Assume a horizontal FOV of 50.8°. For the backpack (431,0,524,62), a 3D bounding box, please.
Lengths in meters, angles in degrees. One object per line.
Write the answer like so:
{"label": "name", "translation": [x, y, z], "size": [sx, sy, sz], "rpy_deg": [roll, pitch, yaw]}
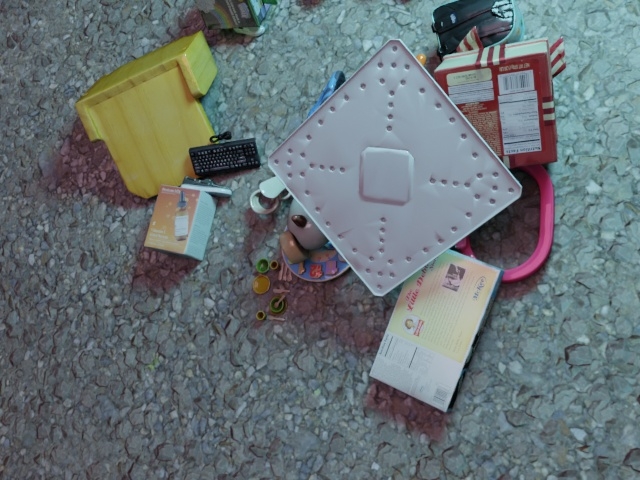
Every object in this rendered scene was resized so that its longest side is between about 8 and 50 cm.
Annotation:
{"label": "backpack", "translation": [0.371, -0.481, 1.543], "size": [0.188, 0.144, 0.166], "rpy_deg": [-21, 67, 36]}

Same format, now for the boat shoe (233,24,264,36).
{"label": "boat shoe", "translation": [-0.202, -0.591, 1.862], "size": [0.100, 0.035, 0.035], "rpy_deg": [18, 83, 25]}

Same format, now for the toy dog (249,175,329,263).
{"label": "toy dog", "translation": [-0.055, -0.104, 1.580], "size": [0.220, 0.161, 0.334], "rpy_deg": [-41, 56, 2]}

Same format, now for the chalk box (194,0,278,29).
{"label": "chalk box", "translation": [-0.215, -0.664, 1.814], "size": [0.213, 0.132, 0.132], "rpy_deg": [3, 54, 21]}

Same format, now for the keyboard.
{"label": "keyboard", "translation": [-0.251, -0.228, 1.747], "size": [0.180, 0.023, 0.108], "rpy_deg": [-8, 111, 8]}

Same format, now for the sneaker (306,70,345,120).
{"label": "sneaker", "translation": [0.004, -0.334, 1.696], "size": [0.082, 0.069, 0.209], "rpy_deg": [12, 81, 28]}

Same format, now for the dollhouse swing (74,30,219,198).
{"label": "dollhouse swing", "translation": [-0.430, -0.344, 1.876], "size": [0.346, 0.305, 0.315], "rpy_deg": [-20, 29, 16]}

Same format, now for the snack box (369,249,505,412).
{"label": "snack box", "translation": [0.248, 0.180, 1.448], "size": [0.187, 0.060, 0.322], "rpy_deg": [22, 94, 25]}

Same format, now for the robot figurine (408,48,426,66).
{"label": "robot figurine", "translation": [0.179, -0.342, 1.597], "size": [0.128, 0.158, 0.219], "rpy_deg": [20, 83, 54]}

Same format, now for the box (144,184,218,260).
{"label": "box", "translation": [-0.362, -0.046, 1.754], "size": [0.130, 0.091, 0.170], "rpy_deg": [8, 80, 23]}

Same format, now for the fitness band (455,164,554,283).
{"label": "fitness band", "translation": [0.404, -0.051, 1.478], "size": [0.209, 0.054, 0.291], "rpy_deg": [1, 78, 19]}

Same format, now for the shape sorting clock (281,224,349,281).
{"label": "shape sorting clock", "translation": [0.000, 0.000, 1.627], "size": [0.206, 0.040, 0.206], "rpy_deg": [-5, 75, 20]}

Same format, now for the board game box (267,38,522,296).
{"label": "board game box", "translation": [0.141, -0.138, 1.383], "size": [0.390, 0.050, 0.390], "rpy_deg": [-40, 90, 28]}

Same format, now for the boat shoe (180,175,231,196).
{"label": "boat shoe", "translation": [-0.299, -0.143, 1.768], "size": [0.142, 0.049, 0.040], "rpy_deg": [8, 80, 11]}

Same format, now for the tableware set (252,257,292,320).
{"label": "tableware set", "translation": [-0.126, 0.121, 1.654], "size": [0.104, 0.024, 0.154], "rpy_deg": [4, 78, 23]}

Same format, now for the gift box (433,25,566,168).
{"label": "gift box", "translation": [0.383, -0.306, 1.412], "size": [0.255, 0.258, 0.276], "rpy_deg": [-1, 110, 18]}
